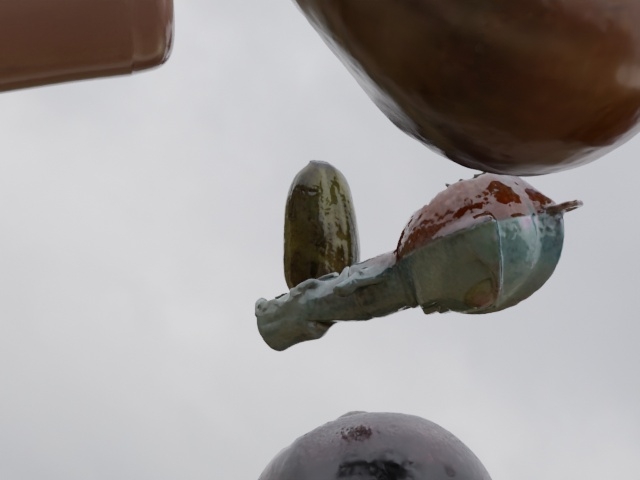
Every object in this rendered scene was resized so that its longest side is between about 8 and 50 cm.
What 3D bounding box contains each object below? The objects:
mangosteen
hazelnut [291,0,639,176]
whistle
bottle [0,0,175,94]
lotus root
[{"bbox_3d":[0.050,0.314,1.657,0.297,0.293,0.297,-13,-32,-8],"label":"mangosteen"},{"bbox_3d":[0.116,-0.220,1.082,0.372,0.372,0.315,25,-63,-1],"label":"hazelnut"},{"bbox_3d":[0.094,0.024,1.467,0.346,0.142,0.134,-21,-79,25],"label":"whistle"},{"bbox_3d":[-0.253,-0.176,0.959,0.297,0.206,0.173,-12,-52,-10],"label":"bottle"},{"bbox_3d":[0.000,0.000,1.682,0.089,0.179,0.080,-4,6,-28],"label":"lotus root"}]
